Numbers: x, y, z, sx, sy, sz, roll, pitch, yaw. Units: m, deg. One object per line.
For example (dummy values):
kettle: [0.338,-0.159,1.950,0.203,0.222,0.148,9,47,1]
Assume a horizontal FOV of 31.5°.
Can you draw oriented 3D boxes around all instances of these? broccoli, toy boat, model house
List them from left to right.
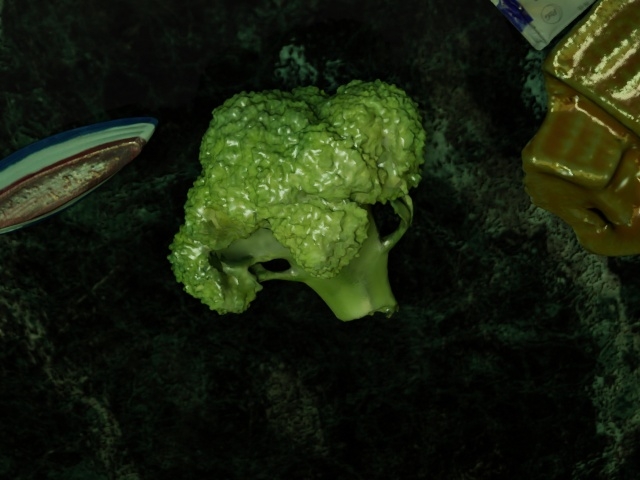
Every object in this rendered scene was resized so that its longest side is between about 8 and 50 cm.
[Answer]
toy boat: [-0.262,-0.062,1.127,0.229,0.046,0.080,-24,119,9]
broccoli: [-0.019,-0.004,1.112,0.254,0.186,0.302,-8,117,-14]
model house: [0.308,-0.114,1.097,0.239,0.173,0.268,36,108,-27]

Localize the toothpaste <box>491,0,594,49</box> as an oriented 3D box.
toothpaste: [0.299,-0.308,1.044,0.323,0.066,0.100,-39,120,21]
